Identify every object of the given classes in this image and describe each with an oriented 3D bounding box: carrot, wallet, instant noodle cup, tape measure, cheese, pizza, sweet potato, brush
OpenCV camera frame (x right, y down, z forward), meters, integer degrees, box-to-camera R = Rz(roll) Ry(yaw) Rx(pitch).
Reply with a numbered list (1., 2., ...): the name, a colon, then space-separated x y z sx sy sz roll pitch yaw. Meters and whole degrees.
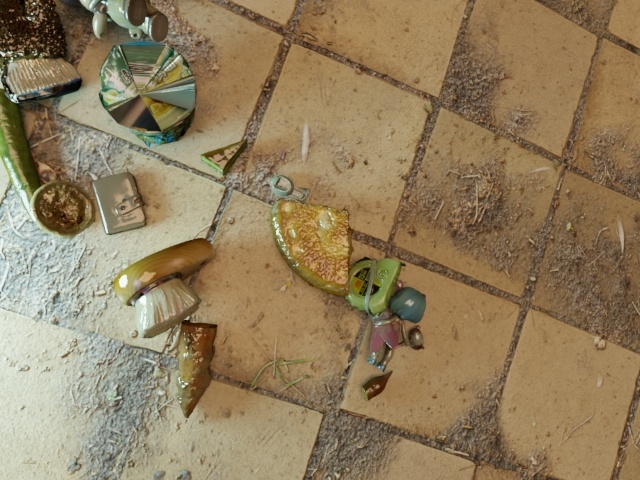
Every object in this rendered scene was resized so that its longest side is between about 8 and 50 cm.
1. carrot: -0.336 0.342 1.163 0.102 0.102 0.263 9 91 -11
2. wallet: -0.532 -0.098 1.167 0.118 0.039 0.152 -16 89 -10
3. instant noodle cup: -0.428 -0.359 1.133 0.240 0.178 0.240 1 86 -12
4. carrot: -0.763 -0.206 1.112 0.074 0.074 0.358 -17 93 -13
5. tape measure: 0.142 0.128 1.254 0.154 0.087 0.177 18 77 18
6. cheese: -0.093 -0.150 1.268 0.121 0.026 0.067 28 82 -9
7. pizza: 0.000 0.000 1.233 0.226 0.086 0.335 -39 80 -6
8. sweet potato: 0.167 0.415 1.279 0.117 0.049 0.049 -34 94 -18
9. brush: -0.367 0.112 1.114 0.267 0.174 0.166 -33 82 -23

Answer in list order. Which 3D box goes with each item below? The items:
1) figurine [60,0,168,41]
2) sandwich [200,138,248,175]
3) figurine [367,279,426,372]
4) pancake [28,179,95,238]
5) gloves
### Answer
1. figurine: -0.526 -0.625 1.066 0.380 0.203 0.248 44 38 17
2. sandwich: -0.264 -0.250 1.214 0.074 0.074 0.116 36 79 -8
3. figurine: 0.237 0.261 1.273 0.205 0.103 0.260 30 79 -9
4. pancake: -0.655 -0.080 1.125 0.152 0.025 0.151 7 79 -39
5. gloves: -0.731 -0.503 1.101 0.210 0.135 0.312 -27 90 -8
